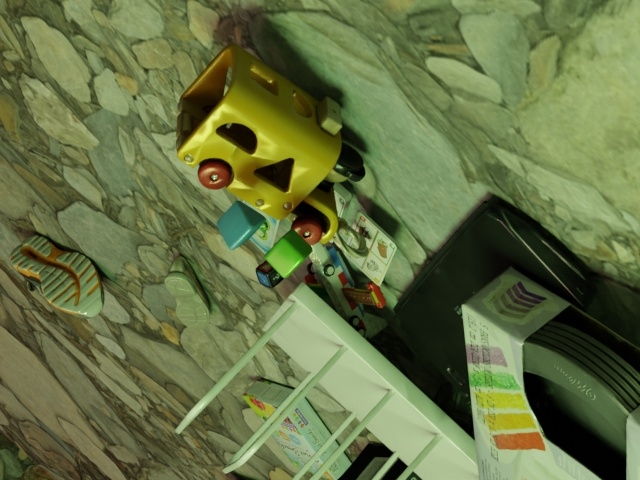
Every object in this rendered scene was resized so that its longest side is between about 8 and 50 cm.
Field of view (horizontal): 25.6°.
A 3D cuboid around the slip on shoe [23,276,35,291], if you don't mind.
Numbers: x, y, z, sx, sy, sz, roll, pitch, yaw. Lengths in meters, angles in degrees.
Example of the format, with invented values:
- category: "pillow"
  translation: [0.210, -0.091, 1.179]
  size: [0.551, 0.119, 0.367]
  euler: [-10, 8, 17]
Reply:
- category: "slip on shoe"
  translation: [-0.448, 0.060, 2.215]
  size: [0.135, 0.041, 0.051]
  euler: [29, 153, 31]

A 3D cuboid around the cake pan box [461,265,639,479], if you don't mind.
- category: "cake pan box"
  translation: [0.228, 0.174, 1.144]
  size: [0.246, 0.070, 0.267]
  euler: [34, 148, 36]

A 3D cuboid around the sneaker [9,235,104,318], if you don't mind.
- category: "sneaker"
  translation: [-0.371, 0.063, 2.056]
  size: [0.215, 0.084, 0.083]
  euler: [34, 159, 46]

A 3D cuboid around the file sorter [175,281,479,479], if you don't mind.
- category: "file sorter"
  translation: [0.012, 0.215, 1.443]
  size: [0.278, 0.173, 0.193]
  euler: [42, 163, 1]

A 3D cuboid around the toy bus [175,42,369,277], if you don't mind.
- category: "toy bus"
  translation: [-0.026, -0.079, 1.203]
  size: [0.104, 0.202, 0.191]
  euler: [-45, 74, 26]

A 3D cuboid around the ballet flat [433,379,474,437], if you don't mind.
- category: "ballet flat"
  translation: [0.138, 0.184, 1.482]
  size: [0.057, 0.049, 0.173]
  euler: [16, 160, -1]

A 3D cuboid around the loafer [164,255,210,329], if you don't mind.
- category: "loafer"
  translation: [-0.164, 0.067, 1.779]
  size: [0.045, 0.039, 0.125]
  euler: [0, 146, 12]

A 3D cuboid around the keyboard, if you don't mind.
- category: "keyboard"
  translation: [0.173, 0.085, 1.258]
  size: [0.201, 0.033, 0.317]
  euler: [48, 158, 7]

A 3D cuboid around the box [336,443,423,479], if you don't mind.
- category: "box"
  translation: [0.115, 0.330, 1.684]
  size: [0.158, 0.093, 0.156]
  euler: [48, 157, -12]

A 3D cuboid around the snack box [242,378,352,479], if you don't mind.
- category: "snack box"
  translation: [-0.031, 0.250, 1.856]
  size: [0.100, 0.037, 0.141]
  euler: [11, 141, 54]

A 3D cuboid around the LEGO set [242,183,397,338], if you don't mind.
- category: "LEGO set"
  translation: [0.000, 0.000, 1.403]
  size: [0.182, 0.060, 0.244]
  euler: [43, 150, 16]
